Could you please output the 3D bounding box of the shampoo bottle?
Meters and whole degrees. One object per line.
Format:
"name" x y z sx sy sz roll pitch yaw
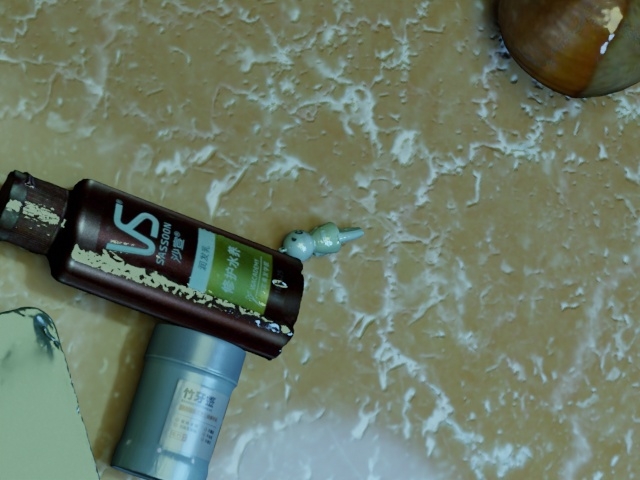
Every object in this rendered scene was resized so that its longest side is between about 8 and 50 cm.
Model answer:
"shampoo bottle" -0.177 0.016 1.905 0.323 0.084 0.129 23 51 -17

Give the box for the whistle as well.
"whistle" 0.000 0.000 2.010 0.100 0.035 0.035 -13 89 -24

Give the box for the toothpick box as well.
"toothpick box" -0.145 0.172 1.899 0.101 0.101 0.153 20 79 -19

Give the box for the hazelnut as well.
"hazelnut" 0.299 -0.256 2.088 0.214 0.176 0.214 13 43 -12

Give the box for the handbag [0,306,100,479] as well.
"handbag" -0.361 0.209 1.822 0.260 0.079 0.247 -13 89 -22
